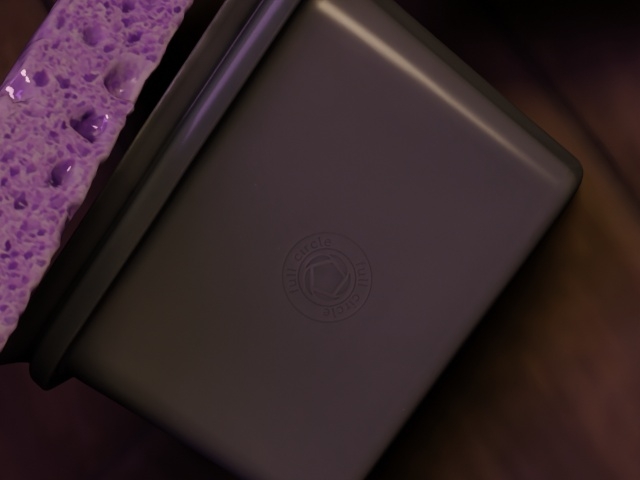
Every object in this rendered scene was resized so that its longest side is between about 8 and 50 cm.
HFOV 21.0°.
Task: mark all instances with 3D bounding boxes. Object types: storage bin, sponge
[{"bbox_3d":[0.000,0.000,0.438,0.091,0.098,0.135,37,101,5],"label":"storage bin"},{"bbox_3d":[-0.071,-0.024,0.439,0.117,0.031,0.210,-49,13,45],"label":"sponge"}]
